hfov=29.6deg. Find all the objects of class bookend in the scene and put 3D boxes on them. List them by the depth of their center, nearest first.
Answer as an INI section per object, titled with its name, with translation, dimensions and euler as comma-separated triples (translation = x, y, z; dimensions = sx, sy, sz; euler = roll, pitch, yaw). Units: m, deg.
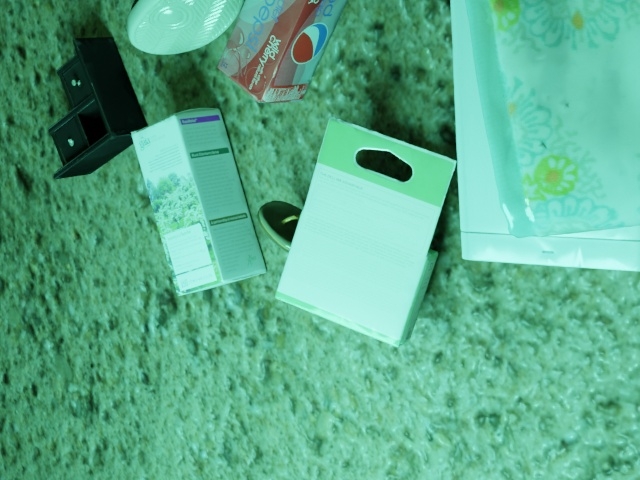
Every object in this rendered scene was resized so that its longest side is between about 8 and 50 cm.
[bookend]
translation = -0.349, -0.194, 1.785
dimensions = 0.156, 0.072, 0.157
euler = -27, 81, 40

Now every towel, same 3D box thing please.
[towel]
translation = 0.308, -0.201, 1.171
dimensions = 0.321, 0.090, 0.374
euler = -7, 97, 26

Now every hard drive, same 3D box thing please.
[hard drive]
translation = 0.251, -0.149, 1.309
dimensions = 0.233, 0.047, 0.353
euler = 4, 101, 39

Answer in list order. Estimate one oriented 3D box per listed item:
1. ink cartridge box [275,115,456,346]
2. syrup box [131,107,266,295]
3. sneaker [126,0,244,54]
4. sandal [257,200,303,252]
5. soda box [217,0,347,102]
[ink cartridge box]
translation = 0.058, -0.011, 1.449
dimensions = 0.171, 0.056, 0.235
euler = 21, 101, 19
[syrup box]
translation = -0.165, -0.053, 1.644
dimensions = 0.093, 0.096, 0.236
euler = -17, 87, 39
[sneaker]
translation = -0.152, -0.386, 1.563
dimensions = 0.350, 0.131, 0.148
euler = -43, 50, 43
[sandal]
translation = 0.000, 0.000, 1.533
dimensions = 0.180, 0.072, 0.049
euler = 39, 134, 20
[soda box]
translation = -0.028, -0.300, 1.487
dimensions = 0.092, 0.083, 0.263
euler = 42, 122, 26
